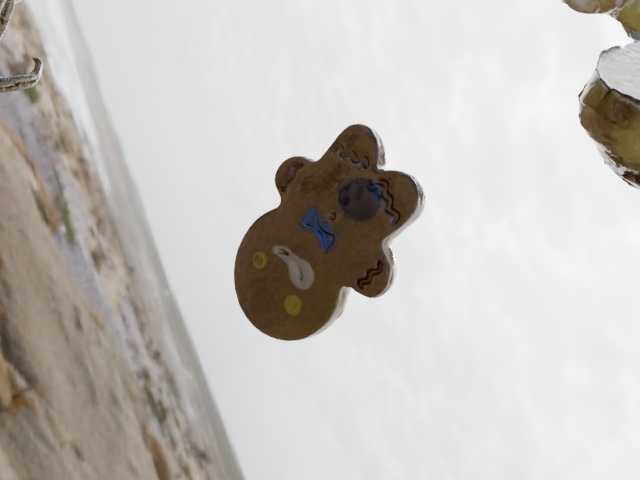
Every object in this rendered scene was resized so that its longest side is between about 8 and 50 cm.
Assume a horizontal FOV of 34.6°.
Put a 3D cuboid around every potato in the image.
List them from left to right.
[{"bbox_3d":[0.458,-0.136,1.339,0.246,0.300,0.196,27,-55,30],"label":"potato"}]

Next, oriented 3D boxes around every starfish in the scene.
[{"bbox_3d":[-0.396,-0.236,1.131,0.189,0.146,0.074,67,24,-44],"label":"starfish"}]

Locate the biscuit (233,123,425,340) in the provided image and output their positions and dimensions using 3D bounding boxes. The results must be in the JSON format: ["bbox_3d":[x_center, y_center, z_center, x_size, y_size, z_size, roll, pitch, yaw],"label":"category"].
[{"bbox_3d":[0.000,0.000,1.035,0.180,0.236,0.039,49,23,25],"label":"biscuit"}]

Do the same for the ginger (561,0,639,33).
[{"bbox_3d":[0.219,-0.155,0.667,0.069,0.173,0.051,-72,-174,-49],"label":"ginger"}]

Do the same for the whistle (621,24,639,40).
[{"bbox_3d":[0.265,-0.277,0.853,0.123,0.123,0.223,-133,-151,-69],"label":"whistle"}]

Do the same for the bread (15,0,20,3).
[{"bbox_3d":[-0.563,-0.349,1.430,0.077,0.368,0.084,48,-49,18],"label":"bread"}]
